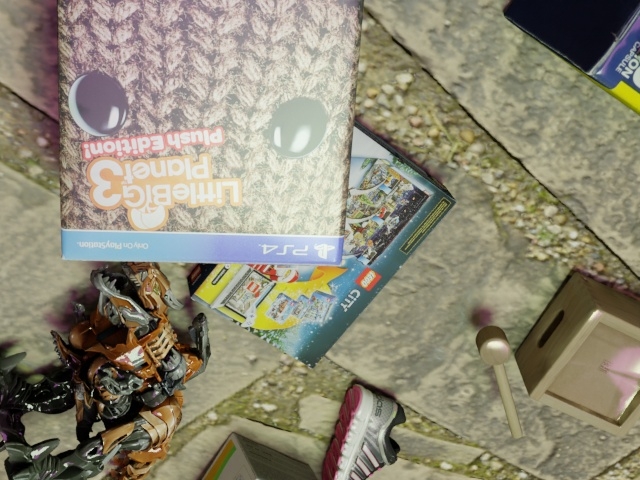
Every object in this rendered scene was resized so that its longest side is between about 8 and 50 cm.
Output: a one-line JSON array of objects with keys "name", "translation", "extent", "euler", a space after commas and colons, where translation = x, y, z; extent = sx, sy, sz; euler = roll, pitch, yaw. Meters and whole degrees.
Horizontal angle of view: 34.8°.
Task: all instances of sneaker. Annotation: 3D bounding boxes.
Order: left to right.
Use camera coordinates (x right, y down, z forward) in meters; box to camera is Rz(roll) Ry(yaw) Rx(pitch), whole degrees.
[{"name": "sneaker", "translation": [0.050, 0.244, 1.145], "extent": [0.074, 0.063, 0.170], "euler": [11, 109, -13]}]

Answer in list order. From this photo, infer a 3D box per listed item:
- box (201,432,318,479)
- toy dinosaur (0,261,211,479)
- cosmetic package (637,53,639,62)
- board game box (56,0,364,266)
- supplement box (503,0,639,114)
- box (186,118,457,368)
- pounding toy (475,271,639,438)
[{"name": "box", "translation": [-0.093, 0.334, 1.114], "extent": [0.114, 0.103, 0.203], "euler": [29, 96, -26]}, {"name": "toy dinosaur", "translation": [-0.206, 0.164, 0.997], "extent": [0.218, 0.164, 0.322], "euler": [-14, 110, -24]}, {"name": "cosmetic package", "translation": [0.422, -0.146, 0.761], "extent": [0.309, 0.160, 0.113], "euler": [-29, 120, 3]}, {"name": "board game box", "translation": [-0.092, -0.139, 0.839], "extent": [0.232, 0.141, 0.291], "euler": [1, 111, -7]}, {"name": "supplement box", "translation": [0.386, -0.173, 0.940], "extent": [0.356, 0.195, 0.194], "euler": [27, 107, -25]}, {"name": "box", "translation": [0.000, 0.000, 1.017], "extent": [0.159, 0.044, 0.233], "euler": [34, 105, -26]}, {"name": "pounding toy", "translation": [0.259, 0.129, 1.129], "extent": [0.206, 0.094, 0.181], "euler": [25, 114, -14]}]
